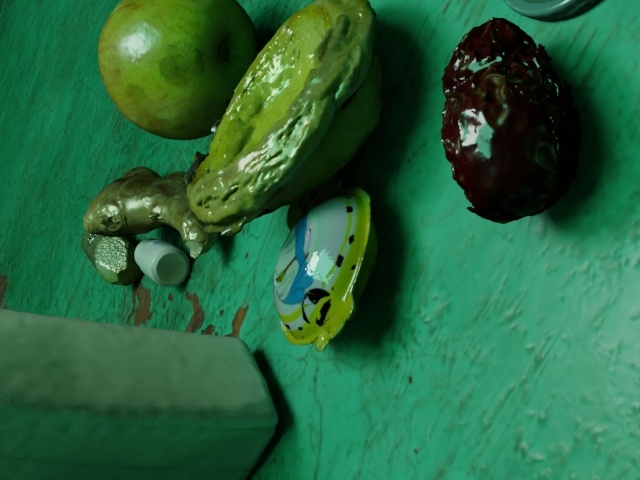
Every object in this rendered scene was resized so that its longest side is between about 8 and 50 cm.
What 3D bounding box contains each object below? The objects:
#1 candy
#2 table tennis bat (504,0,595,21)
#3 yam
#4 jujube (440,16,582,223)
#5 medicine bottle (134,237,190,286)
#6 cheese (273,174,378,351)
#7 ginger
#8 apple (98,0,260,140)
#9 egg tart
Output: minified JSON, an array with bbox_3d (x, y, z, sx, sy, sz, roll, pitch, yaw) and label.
[{"bbox_3d":[-0.239,0.179,0.867,0.208,0.359,0.145,-64,31,29],"label":"candy"},{"bbox_3d":[0.193,-0.280,0.682,0.149,0.038,0.237,11,89,61],"label":"table tennis bat"},{"bbox_3d":[-0.307,0.015,1.344,0.146,0.070,0.069,35,106,60],"label":"yam"},{"bbox_3d":[0.129,-0.091,0.635,0.104,0.104,0.165,-41,41,43],"label":"jujube"},{"bbox_3d":[-0.206,0.026,1.183,0.089,0.052,0.052,22,95,60],"label":"medicine bottle"},{"bbox_3d":[0.000,0.000,0.842,0.156,0.064,0.250,-54,23,29],"label":"cheese"},{"bbox_3d":[-0.217,-0.044,1.188,0.334,0.148,0.081,13,117,53],"label":"ginger"},{"bbox_3d":[-0.164,-0.219,1.099,0.196,0.196,0.195,-33,49,49],"label":"apple"},{"bbox_3d":[-0.029,-0.114,0.877,0.279,0.095,0.279,-44,24,26],"label":"egg tart"}]
